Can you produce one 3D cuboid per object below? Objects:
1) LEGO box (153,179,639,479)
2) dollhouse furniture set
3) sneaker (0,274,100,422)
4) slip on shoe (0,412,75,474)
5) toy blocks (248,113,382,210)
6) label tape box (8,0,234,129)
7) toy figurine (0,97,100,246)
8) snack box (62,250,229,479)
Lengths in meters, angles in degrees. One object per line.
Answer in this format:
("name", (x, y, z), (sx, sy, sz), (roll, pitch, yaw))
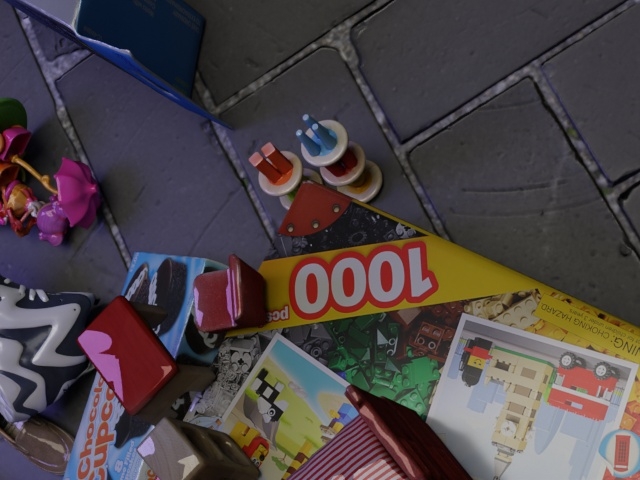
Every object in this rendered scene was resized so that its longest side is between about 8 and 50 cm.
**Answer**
("LEGO box", (0.138, 0.216, 1.456), (0.500, 0.193, 0.372), (25, 87, 27))
("dollhouse furniture set", (-0.058, 0.152, 1.365), (0.201, 0.152, 0.374), (-45, 64, 8))
("sneaker", (-0.329, 0.069, 1.736), (0.153, 0.094, 0.235), (-27, 79, -25))
("slip on shoe", (-0.323, 0.218, 1.746), (0.135, 0.041, 0.051), (33, 91, 27))
("toy blocks", (-0.017, -0.084, 1.627), (0.123, 0.148, 0.054), (-8, 65, 22))
("label tape box", (-0.252, -0.272, 1.726), (0.348, 0.249, 0.115), (30, 90, 27))
("toy figurine", (-0.331, -0.053, 1.794), (0.159, 0.130, 0.173), (30, 112, 18))
("snack box", (-0.184, 0.174, 1.635), (0.187, 0.060, 0.321), (4, 75, 61))
